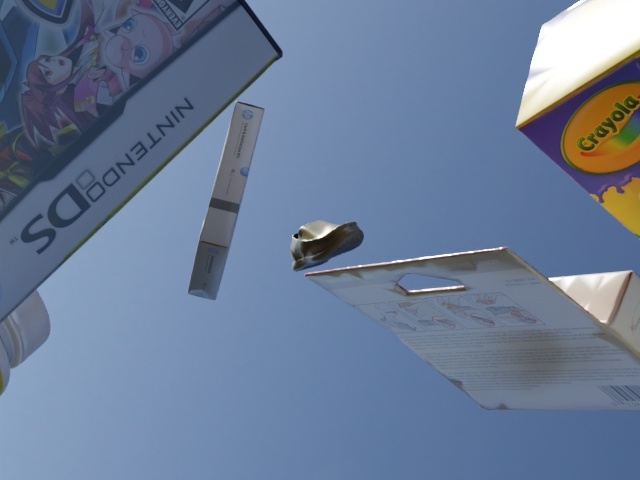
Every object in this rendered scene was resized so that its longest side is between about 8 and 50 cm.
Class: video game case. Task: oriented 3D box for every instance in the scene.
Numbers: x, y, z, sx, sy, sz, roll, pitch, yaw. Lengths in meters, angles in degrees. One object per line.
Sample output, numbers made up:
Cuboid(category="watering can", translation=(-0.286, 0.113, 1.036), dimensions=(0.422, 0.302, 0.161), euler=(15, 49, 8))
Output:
Cuboid(category="video game case", translation=(-0.184, -0.117, 0.791), dimensions=(0.275, 0.248, 0.035), euler=(52, -18, -23))

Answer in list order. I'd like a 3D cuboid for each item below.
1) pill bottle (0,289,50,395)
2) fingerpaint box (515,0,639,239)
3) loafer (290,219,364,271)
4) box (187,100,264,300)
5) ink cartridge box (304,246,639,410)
Cuboid(category="pill bottle", translation=(-0.305, 0.097, 1.172), dimensions=(0.119, 0.208, 0.119), euler=(28, -39, 26))
Cuboid(category="fingerpaint box", translation=(0.454, -0.126, 1.336), dimensions=(0.371, 0.163, 0.444), euler=(40, -46, -20))
Cuboid(category="loafer", translation=(0.000, 0.000, 1.909), dimensions=(0.148, 0.056, 0.050), euler=(-27, -98, 57))
Cuboid(category="box", translation=(-0.110, -0.044, 1.842), dimensions=(0.145, 0.038, 0.186), euler=(111, -8, -62))
Cuboid(category="ink cartridge box", translation=(0.170, 0.065, 1.445), dimensions=(0.296, 0.261, 0.066), euler=(-8, -131, 55))
